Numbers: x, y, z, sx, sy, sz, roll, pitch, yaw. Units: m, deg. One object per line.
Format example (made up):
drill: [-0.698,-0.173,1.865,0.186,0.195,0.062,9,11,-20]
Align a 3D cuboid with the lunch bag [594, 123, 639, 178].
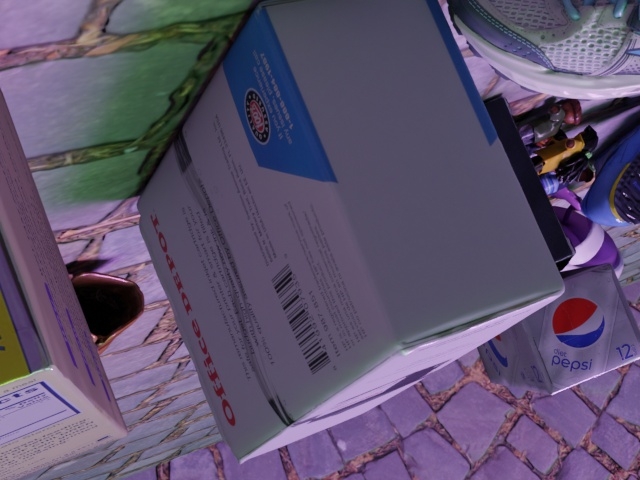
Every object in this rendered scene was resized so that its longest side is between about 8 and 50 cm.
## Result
lunch bag: [0.425,-0.076,1.473,0.176,0.090,0.219,2,167,-10]

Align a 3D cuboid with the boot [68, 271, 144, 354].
boot: [-0.299,0.114,1.098,0.220,0.109,0.283,-30,168,35]

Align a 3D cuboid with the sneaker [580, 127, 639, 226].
sneaker: [0.346,-0.100,1.339,0.209,0.069,0.082,-49,-161,-14]

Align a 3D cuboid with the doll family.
doll family: [0.227,-0.082,1.289,0.111,0.076,0.193,-26,173,-5]

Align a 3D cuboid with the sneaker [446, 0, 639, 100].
sneaker: [0.218,-0.146,0.759,0.283,0.110,0.122,11,158,3]

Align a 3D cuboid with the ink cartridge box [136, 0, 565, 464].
ink cartridge box: [0.000,0.000,0.875,0.129,0.223,0.307,-17,167,-27]

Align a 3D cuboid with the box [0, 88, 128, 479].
box: [-0.188,0.000,0.570,0.117,0.213,0.243,-21,168,-8]

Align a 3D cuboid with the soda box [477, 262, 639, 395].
soda box: [0.214,0.085,1.229,0.098,0.091,0.286,-21,178,-4]

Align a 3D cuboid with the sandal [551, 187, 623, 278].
sandal: [0.261,-0.020,1.480,0.416,0.169,0.102,-4,126,-59]

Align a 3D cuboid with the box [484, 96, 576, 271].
box: [0.122,-0.021,1.154,0.158,0.156,0.093,-22,169,1]
